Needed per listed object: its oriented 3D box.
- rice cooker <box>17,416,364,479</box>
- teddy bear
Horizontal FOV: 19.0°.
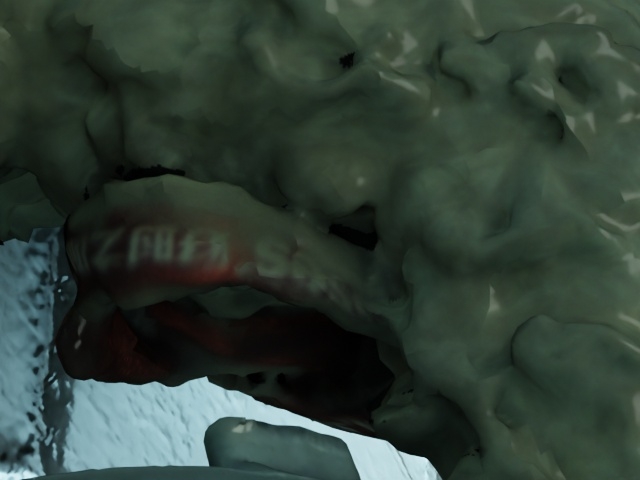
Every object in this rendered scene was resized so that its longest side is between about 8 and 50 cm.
[{"bbox_3d":[-0.035,0.210,0.388,0.316,0.264,0.317,32,37,-28],"label":"rice cooker"},{"bbox_3d":[0.000,0.000,0.666,0.367,0.357,0.224,56,51,-73],"label":"teddy bear"}]
